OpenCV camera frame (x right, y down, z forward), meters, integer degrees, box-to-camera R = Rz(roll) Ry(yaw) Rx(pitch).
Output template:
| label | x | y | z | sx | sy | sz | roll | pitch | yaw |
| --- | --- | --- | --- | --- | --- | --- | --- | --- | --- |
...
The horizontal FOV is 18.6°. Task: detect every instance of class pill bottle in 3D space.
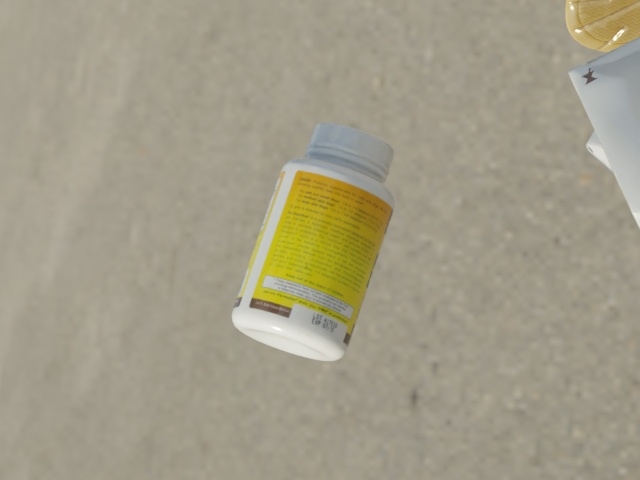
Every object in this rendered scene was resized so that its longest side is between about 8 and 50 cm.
| label | x | y | z | sx | sy | sz | roll | pitch | yaw |
| --- | --- | --- | --- | --- | --- | --- | --- | --- | --- |
| pill bottle | 0.000 | 0.000 | 1.888 | 0.117 | 0.117 | 0.215 | 160 | 130 | -73 |

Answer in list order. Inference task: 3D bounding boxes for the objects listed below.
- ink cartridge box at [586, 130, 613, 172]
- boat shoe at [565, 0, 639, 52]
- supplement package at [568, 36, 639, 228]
| label | x | y | z | sx | sy | sz | roll | pitch | yaw |
| --- | --- | --- | --- | --- | --- | --- | --- | --- | --- |
| ink cartridge box | 0.534 | -0.217 | 2.299 | 0.270 | 0.151 | 0.395 | 21 | 80 | 44 |
| boat shoe | 0.230 | -0.270 | 1.400 | 0.096 | 0.098 | 0.277 | -79 | 2 | -48 |
| supplement package | 0.273 | -0.020 | 1.230 | 0.244 | 0.139 | 0.134 | 52 | -164 | -44 |
